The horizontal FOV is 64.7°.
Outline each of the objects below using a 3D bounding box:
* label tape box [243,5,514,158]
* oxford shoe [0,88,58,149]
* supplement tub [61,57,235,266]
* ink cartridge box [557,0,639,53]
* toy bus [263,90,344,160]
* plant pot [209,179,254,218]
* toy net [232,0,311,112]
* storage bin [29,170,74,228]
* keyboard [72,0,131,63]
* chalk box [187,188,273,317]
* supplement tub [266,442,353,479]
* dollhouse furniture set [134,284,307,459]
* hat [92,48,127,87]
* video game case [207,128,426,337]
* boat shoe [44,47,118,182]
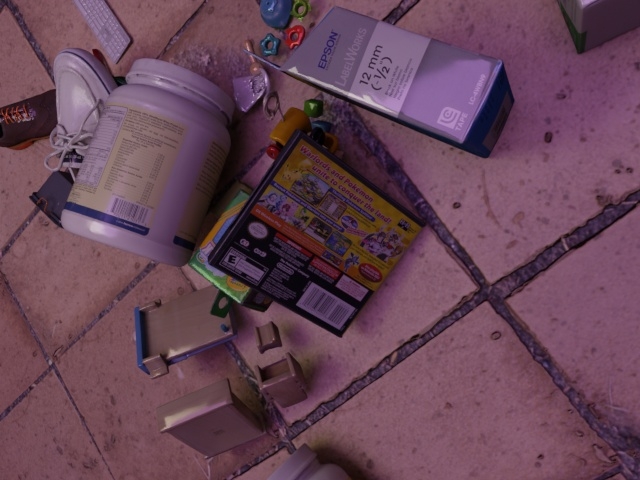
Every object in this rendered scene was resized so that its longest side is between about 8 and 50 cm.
[{"bbox_3d":[0.099,-0.245,0.758,0.347,0.249,0.115,30,106,20],"label":"label tape box"},{"bbox_3d":[-0.702,-0.287,1.205,0.271,0.098,0.097,-22,85,24],"label":"oxford shoe"},{"bbox_3d":[-0.304,-0.135,0.931,0.235,0.235,0.325,15,82,23],"label":"supplement tub"},{"bbox_3d":[0.344,-0.425,0.656,0.121,0.211,0.290,-22,84,26],"label":"ink cartridge box"},{"bbox_3d":[-0.014,-0.138,0.850,0.104,0.202,0.191,17,106,22],"label":"toy bus"},{"bbox_3d":[-0.163,-0.073,0.992,0.083,0.083,0.079,37,96,18],"label":"plant pot"},{"bbox_3d":[-0.091,-0.349,0.954,0.122,0.045,0.233,26,106,19],"label":"toy net"},{"bbox_3d":[-0.599,-0.099,1.181,0.135,0.098,0.091,38,98,17],"label":"storage bin"},{"bbox_3d":[-0.510,-0.519,1.147,0.072,0.014,0.256,-40,77,22],"label":"keyboard"},{"bbox_3d":[-0.136,0.041,0.919,0.132,0.132,0.213,34,85,19],"label":"chalk box"},{"bbox_3d":[0.015,0.547,0.862,0.331,0.241,0.241,43,109,16],"label":"supplement tub"},{"bbox_3d":[-0.193,0.230,1.030,0.286,0.198,0.304,-22,52,-1],"label":"dollhouse furniture set"},{"bbox_3d":[-0.422,-0.327,1.119,0.172,0.184,0.209,-15,126,24],"label":"hat"},{"bbox_3d":[0.000,0.000,0.826,0.274,0.035,0.248,33,98,-24],"label":"video game case"},{"bbox_3d":[-0.470,-0.180,1.003,0.135,0.156,0.368,6,120,16],"label":"boat shoe"}]
